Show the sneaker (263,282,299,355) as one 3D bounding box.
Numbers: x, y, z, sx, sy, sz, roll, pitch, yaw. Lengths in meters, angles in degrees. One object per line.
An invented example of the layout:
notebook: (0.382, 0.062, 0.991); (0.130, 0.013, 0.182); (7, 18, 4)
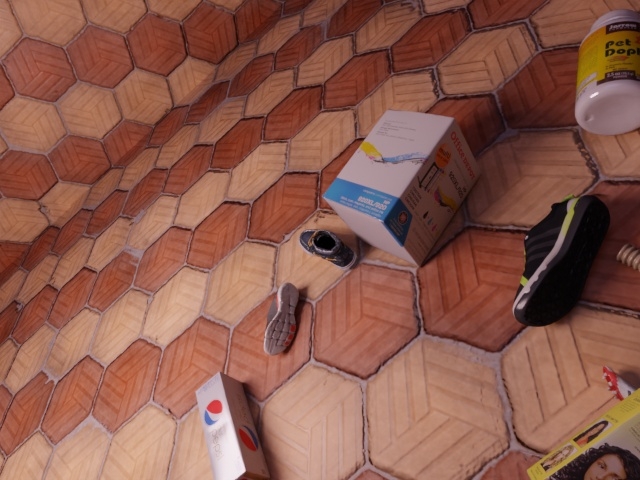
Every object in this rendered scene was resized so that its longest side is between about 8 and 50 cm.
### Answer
sneaker: (-0.088, 0.170, 0.947); (0.065, 0.061, 0.158); (-32, 36, 55)

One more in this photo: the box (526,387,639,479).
box: (0.361, 0.240, 0.506); (0.232, 0.058, 0.087); (-41, 74, 5)

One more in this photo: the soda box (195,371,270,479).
soda box: (-0.169, 0.360, 0.838); (0.069, 0.074, 0.216); (-40, 43, 6)

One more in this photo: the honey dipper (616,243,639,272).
honey dipper: (0.485, 0.054, 0.594); (0.030, 0.030, 0.160); (-47, 44, -1)

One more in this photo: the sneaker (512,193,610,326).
sneaker: (0.359, 0.030, 0.695); (0.235, 0.084, 0.097); (-53, 19, -10)

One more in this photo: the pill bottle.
pill bottle: (0.514, -0.298, 0.774); (0.117, 0.117, 0.215); (-3, 58, 37)

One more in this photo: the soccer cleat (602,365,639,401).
soccer cleat: (0.393, 0.195, 0.561); (0.035, 0.029, 0.083); (-27, 49, 7)

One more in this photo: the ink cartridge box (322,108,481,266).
ink cartridge box: (0.162, -0.107, 0.864); (0.168, 0.171, 0.233); (26, 77, 46)

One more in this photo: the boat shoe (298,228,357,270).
boat shoe: (0.000, 0.000, 0.973); (0.183, 0.083, 0.065); (26, 76, 46)
